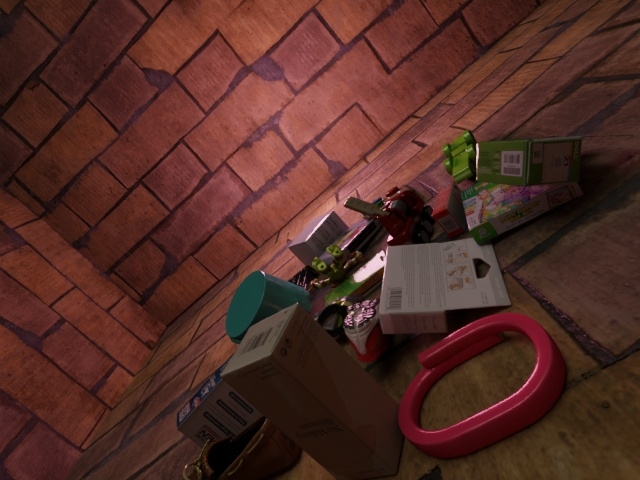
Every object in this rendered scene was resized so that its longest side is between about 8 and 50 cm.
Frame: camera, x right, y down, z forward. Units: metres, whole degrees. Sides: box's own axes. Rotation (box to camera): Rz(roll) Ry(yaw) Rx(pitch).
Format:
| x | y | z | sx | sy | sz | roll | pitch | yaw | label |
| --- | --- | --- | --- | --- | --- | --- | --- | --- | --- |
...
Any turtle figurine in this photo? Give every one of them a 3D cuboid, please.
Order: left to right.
| x | y | z | sx | sy | sz | roll | pitch | yaw | label |
| --- | --- | --- | --- | --- | --- | --- | --- | --- | --- |
| 0.041 | 0.113 | 1.428 | 0.270 | 0.087 | 0.217 | -30 | -30 | 1 | turtle figurine |

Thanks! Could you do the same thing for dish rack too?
| x | y | z | sx | sy | sz | roll | pitch | yaw | label |
| --- | --- | --- | --- | --- | --- | --- | --- | --- | --- |
| -0.112 | 0.214 | 1.672 | 0.208 | 0.074 | 0.271 | -40 | 11 | 15 | dish rack |

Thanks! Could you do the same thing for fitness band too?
| x | y | z | sx | sy | sz | roll | pitch | yaw | label |
| --- | --- | --- | --- | --- | --- | --- | --- | --- | --- |
| 0.252 | 0.237 | 0.686 | 0.291 | 0.054 | 0.209 | -39 | 17 | 20 | fitness band |

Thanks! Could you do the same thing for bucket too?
| x | y | z | sx | sy | sz | roll | pitch | yaw | label |
| --- | --- | --- | --- | --- | --- | --- | --- | --- | --- |
| -0.184 | 0.246 | 1.403 | 0.281 | 0.183 | 0.281 | -39 | 35 | 34 | bucket |

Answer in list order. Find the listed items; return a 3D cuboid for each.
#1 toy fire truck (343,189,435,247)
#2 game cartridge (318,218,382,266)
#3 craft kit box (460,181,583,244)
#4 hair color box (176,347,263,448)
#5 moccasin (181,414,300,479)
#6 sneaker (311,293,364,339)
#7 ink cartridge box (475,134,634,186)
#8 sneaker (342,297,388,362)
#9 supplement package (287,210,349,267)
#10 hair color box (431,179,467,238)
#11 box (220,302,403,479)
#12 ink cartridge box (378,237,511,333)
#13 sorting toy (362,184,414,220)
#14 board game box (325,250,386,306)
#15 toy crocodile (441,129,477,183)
| x | y | z | sx | sy | sz | roll | pitch | yaw | label |
| --- | --- | --- | --- | --- | --- | --- | --- | --- | --- |
| 0.221 | -0.085 | 1.304 | 0.159 | 0.246 | 0.217 | -31 | 19 | 38 | toy fire truck |
| 0.114 | 0.009 | 1.659 | 0.294 | 0.060 | 0.196 | -44 | 8 | -33 | game cartridge |
| 0.487 | -0.119 | 1.043 | 0.247 | 0.061 | 0.249 | -28 | 19 | 24 | craft kit box |
| -0.215 | 0.420 | 1.162 | 0.347 | 0.174 | 0.105 | -46 | 14 | -14 | hair color box |
| -0.223 | 0.518 | 0.950 | 0.380 | 0.147 | 0.139 | -37 | 15 | 23 | moccasin |
| 0.023 | 0.248 | 1.211 | 0.300 | 0.111 | 0.121 | -35 | -7 | 40 | sneaker |
| 0.515 | -0.185 | 0.928 | 0.256 | 0.096 | 0.189 | -6 | 13 | -9 | ink cartridge box |
| 0.120 | 0.214 | 1.000 | 0.107 | 0.118 | 0.279 | -17 | 2 | 20 | sneaker |
| 0.000 | 0.000 | 1.856 | 0.203 | 0.149 | 0.194 | -50 | 16 | -25 | supplement package |
| 0.383 | -0.093 | 1.203 | 0.053 | 0.093 | 0.167 | -31 | 18 | 40 | hair color box |
| -0.002 | 0.273 | 0.726 | 0.148 | 0.311 | 0.121 | -34 | 17 | 36 | box |
| 0.279 | 0.096 | 0.963 | 0.261 | 0.066 | 0.296 | -6 | 27 | 17 | ink cartridge box |
| 0.267 | -0.159 | 1.670 | 0.229 | 0.041 | 0.307 | -31 | 8 | 11 | sorting toy |
| 0.122 | 0.139 | 1.352 | 0.259 | 0.039 | 0.124 | -43 | 13 | 11 | board game box |
| 0.512 | -0.298 | 1.470 | 0.115 | 0.105 | 0.340 | -34 | 21 | 32 | toy crocodile |
